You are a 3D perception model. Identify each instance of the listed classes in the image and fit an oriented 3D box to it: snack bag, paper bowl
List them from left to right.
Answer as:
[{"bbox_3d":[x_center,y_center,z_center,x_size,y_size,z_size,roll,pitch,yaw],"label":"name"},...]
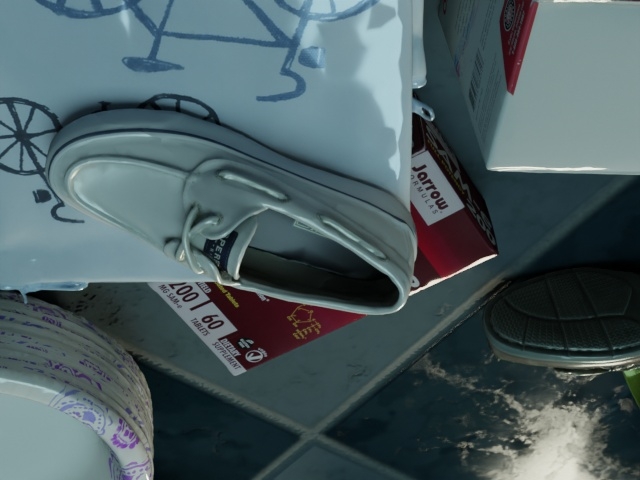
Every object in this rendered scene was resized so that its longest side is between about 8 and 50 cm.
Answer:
[{"bbox_3d":[-0.278,0.151,1.067,0.284,0.148,0.284,-3,132,-3],"label":"paper bowl"},{"bbox_3d":[-0.086,-0.105,0.879,0.323,0.037,0.342,-1,124,3],"label":"snack bag"}]

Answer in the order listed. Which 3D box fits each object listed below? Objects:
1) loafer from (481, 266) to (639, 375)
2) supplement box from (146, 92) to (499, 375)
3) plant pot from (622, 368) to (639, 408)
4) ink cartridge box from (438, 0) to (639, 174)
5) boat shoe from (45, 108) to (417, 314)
[{"bbox_3d":[0.269,0.074,1.101,0.267,0.096,0.084,-9,139,0],"label":"loafer"},{"bbox_3d":[0.000,0.000,1.011,0.239,0.073,0.130,-26,129,16],"label":"supplement box"},{"bbox_3d":[0.316,0.113,1.157,0.079,0.083,0.083,-23,132,-3],"label":"plant pot"},{"bbox_3d":[0.158,-0.145,0.827,0.127,0.176,0.128,0,133,-10],"label":"ink cartridge box"},{"bbox_3d":[-0.058,-0.015,0.865,0.258,0.084,0.095,12,124,-6],"label":"boat shoe"}]
